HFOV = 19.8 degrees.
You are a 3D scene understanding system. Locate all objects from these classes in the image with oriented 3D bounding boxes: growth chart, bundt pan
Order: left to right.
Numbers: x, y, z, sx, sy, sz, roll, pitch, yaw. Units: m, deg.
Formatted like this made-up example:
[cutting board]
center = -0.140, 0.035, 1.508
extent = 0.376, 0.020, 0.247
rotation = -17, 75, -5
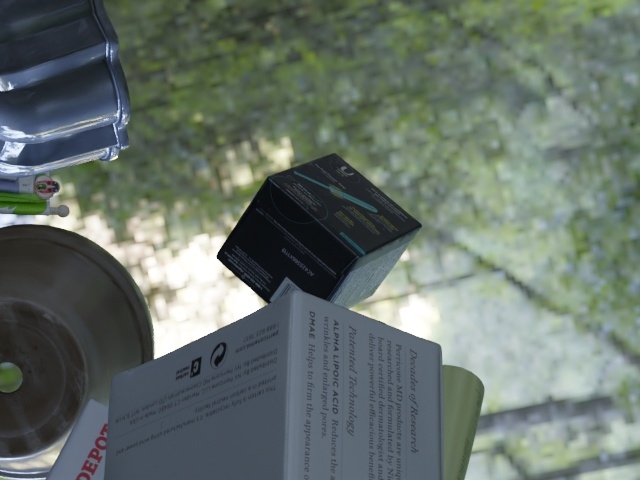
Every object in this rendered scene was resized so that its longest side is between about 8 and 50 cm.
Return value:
[bundt pan]
center = -0.292, -0.196, 1.551
extent = 0.331, 0.124, 0.330
rotation = 52, 157, 33
[growth chart]
center = -0.397, -0.134, 2.191
extent = 0.021, 0.172, 0.237
rotation = 129, 135, -64

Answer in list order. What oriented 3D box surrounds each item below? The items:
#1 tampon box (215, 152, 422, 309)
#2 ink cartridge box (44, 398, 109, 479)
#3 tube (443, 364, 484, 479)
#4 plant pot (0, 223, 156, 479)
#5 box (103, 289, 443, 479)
[tampon box]
center = 0.000, 0.000, 1.775
extent = 0.120, 0.101, 0.161
rotation = 41, -156, 12
[ink cartridge box]
center = -0.123, 0.283, 1.538
extent = 0.197, 0.273, 0.114
rotation = -67, 2, -48
[tube]
center = 0.092, 0.217, 1.564
extent = 0.070, 0.062, 0.240
rotation = 54, -143, -40
[plant pot]
center = -0.364, 0.150, 2.214
extent = 0.280, 0.323, 0.323
rotation = -120, 17, -85
[box]
center = -0.030, 0.150, 1.066
extent = 0.119, 0.181, 0.181
rotation = 22, -124, -36
